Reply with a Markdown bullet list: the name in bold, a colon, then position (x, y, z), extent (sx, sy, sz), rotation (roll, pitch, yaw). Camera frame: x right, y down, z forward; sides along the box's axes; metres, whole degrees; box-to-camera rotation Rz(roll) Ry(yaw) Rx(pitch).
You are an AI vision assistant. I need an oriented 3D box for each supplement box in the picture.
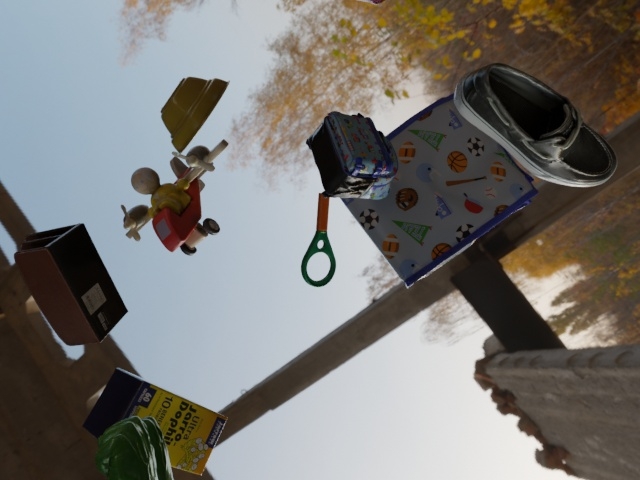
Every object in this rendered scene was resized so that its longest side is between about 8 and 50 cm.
- **supplement box**: position (-0.510, 0.574, 1.476), extent (0.356, 0.195, 0.194), rotation (43, -119, -39)

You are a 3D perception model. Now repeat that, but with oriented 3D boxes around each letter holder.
- **letter holder**: position (-0.724, 0.131, 1.300), extent (0.152, 0.214, 0.302), rotation (-72, -31, -62)

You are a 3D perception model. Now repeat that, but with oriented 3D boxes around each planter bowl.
- **planter bowl**: position (-0.312, -0.314, 1.097), extent (0.090, 0.217, 0.217), rotation (34, -152, -24)

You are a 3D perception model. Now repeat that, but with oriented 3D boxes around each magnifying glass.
- **magnifying glass**: position (0.000, 0.000, 1.141), extent (0.092, 0.231, 0.026), rotation (1, -171, -31)

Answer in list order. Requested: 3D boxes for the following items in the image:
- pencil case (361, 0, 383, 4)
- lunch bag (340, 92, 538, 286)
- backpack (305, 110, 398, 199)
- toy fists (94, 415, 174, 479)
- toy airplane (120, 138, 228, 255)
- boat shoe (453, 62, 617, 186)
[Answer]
- **pencil case**: position (0.042, -0.625, 1.082), extent (0.284, 0.124, 0.124), rotation (32, -171, 37)
- **lunch bag**: position (0.271, -0.120, 1.130), extent (0.328, 0.385, 0.239), rotation (53, -175, 9)
- **backpack**: position (0.080, -0.158, 0.896), extent (0.173, 0.117, 0.158), rotation (2, -120, -33)
- **toy fists**: position (-0.354, 0.416, 0.894), extent (0.279, 0.096, 0.142), rotation (106, 147, -69)
- **toy airplane**: position (-0.481, -0.164, 1.519), extent (0.272, 0.386, 0.384), rotation (34, 164, -38)
- **boat shoe**: position (0.389, -0.191, 0.812), extent (0.335, 0.121, 0.119), rotation (25, -178, -8)
